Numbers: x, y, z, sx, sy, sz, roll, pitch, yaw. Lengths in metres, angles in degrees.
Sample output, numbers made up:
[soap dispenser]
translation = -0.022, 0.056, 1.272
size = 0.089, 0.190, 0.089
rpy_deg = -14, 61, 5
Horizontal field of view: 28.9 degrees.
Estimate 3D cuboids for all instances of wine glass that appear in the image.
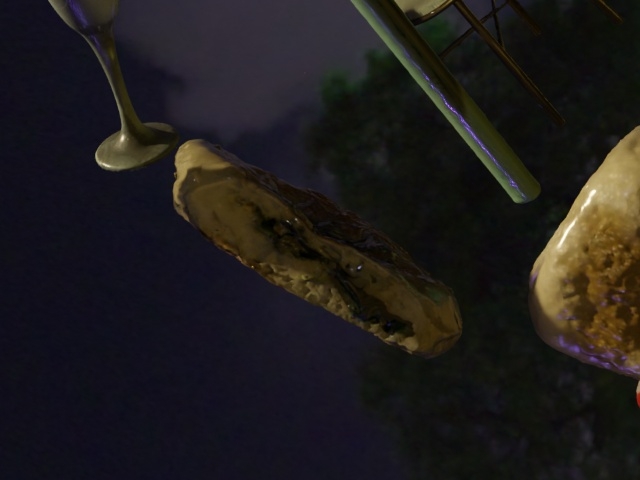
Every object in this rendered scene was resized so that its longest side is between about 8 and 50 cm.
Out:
[wine glass]
translation = -0.173, -0.269, 1.344
size = 0.264, 0.096, 0.310
rpy_deg = -33, -52, -27

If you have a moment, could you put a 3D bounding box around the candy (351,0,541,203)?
[candy]
translation = -0.022, -0.108, 0.316
size = 0.287, 0.084, 0.078
rpy_deg = 45, -137, -26

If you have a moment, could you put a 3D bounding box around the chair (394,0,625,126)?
[chair]
translation = 0.127, -0.260, 1.163
size = 0.325, 0.170, 0.160
rpy_deg = 39, -105, -27

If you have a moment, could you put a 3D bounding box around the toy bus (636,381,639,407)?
[toy bus]
translation = 0.330, 0.065, 0.826
size = 0.121, 0.265, 0.120
rpy_deg = 48, -131, 5

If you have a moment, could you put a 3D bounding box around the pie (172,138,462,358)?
[pie]
translation = -0.002, 0.003, 0.818
size = 0.052, 0.218, 0.185
rpy_deg = -60, -2, 6

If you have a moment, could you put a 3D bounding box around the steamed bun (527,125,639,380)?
[steamed bun]
translation = 0.220, 0.022, 0.679
size = 0.172, 0.155, 0.141
rpy_deg = -19, -41, -50
